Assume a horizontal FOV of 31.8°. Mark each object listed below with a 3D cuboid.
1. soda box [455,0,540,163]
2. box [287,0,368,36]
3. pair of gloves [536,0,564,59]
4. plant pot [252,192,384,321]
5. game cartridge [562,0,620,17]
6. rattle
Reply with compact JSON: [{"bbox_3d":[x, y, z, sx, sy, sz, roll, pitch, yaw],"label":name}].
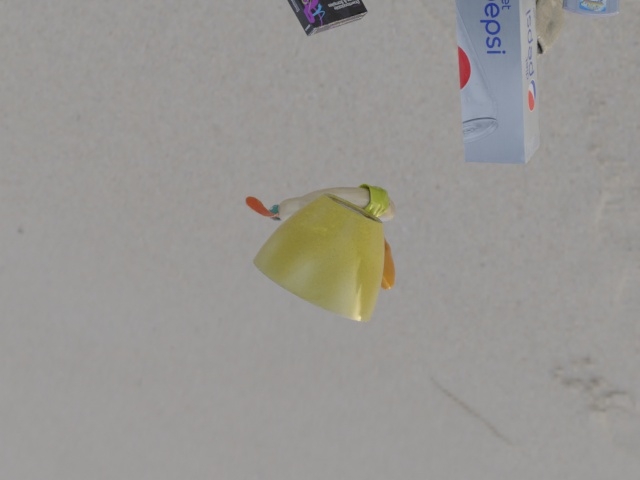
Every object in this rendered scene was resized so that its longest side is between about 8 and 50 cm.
[{"bbox_3d":[0.256,-0.257,1.615,0.098,0.091,0.286,5,116,24],"label":"soda box"},{"bbox_3d":[-0.010,-0.409,1.773,0.116,0.162,0.029,-24,171,-33],"label":"box"},{"bbox_3d":[0.311,-0.401,1.765,0.042,0.204,0.240,7,163,45],"label":"pair of gloves"},{"bbox_3d":[0.012,0.009,1.137,0.134,0.095,0.134,27,-172,-4],"label":"plant pot"},{"bbox_3d":[0.395,-0.353,1.635,0.083,0.056,0.017,5,175,-2],"label":"game cartridge"},{"bbox_3d":[0.000,0.000,1.496,0.200,0.142,0.130,-7,-178,13],"label":"rattle"}]
